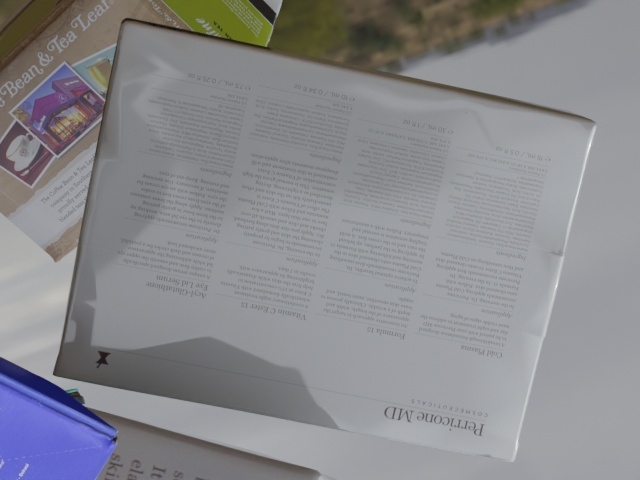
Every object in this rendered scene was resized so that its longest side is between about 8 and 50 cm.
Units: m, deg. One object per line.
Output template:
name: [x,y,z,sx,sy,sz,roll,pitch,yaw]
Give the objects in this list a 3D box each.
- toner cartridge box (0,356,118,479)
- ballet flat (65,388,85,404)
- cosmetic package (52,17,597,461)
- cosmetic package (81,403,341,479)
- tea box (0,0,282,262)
toner cartridge box: [-0.259,0.198,0.804,0.075,0.165,0.347,28,-96,51]
ballet flat: [-0.366,0.224,1.987,0.203,0.074,0.074,-12,-172,21]
cosmetic package: [0.000,0.000,1.346,0.377,0.284,0.097,12,-172,-6]
cosmetic package: [-0.205,0.299,1.357,0.394,0.329,0.327,15,172,9]
tea box: [-0.248,-0.208,1.993,0.329,0.220,0.323,-37,-161,27]
